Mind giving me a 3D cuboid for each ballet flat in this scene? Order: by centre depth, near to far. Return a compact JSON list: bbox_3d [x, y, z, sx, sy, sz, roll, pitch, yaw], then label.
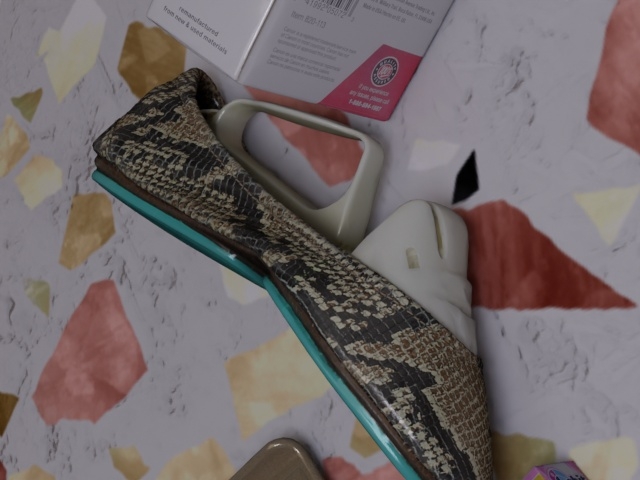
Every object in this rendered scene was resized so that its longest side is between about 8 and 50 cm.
[{"bbox_3d":[0.000,0.000,1.007,0.182,0.164,0.483,-49,56,0],"label":"ballet flat"}]

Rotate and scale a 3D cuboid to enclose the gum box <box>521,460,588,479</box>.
[{"bbox_3d":[0.144,0.263,0.912,0.107,0.062,0.188,49,114,30],"label":"gum box"}]

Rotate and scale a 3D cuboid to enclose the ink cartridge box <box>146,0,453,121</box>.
[{"bbox_3d":[0.027,-0.249,0.962,0.117,0.207,0.283,38,108,32],"label":"ink cartridge box"}]

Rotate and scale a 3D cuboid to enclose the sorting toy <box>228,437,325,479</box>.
[{"bbox_3d":[-0.059,0.343,1.080,0.307,0.041,0.229,-46,65,25],"label":"sorting toy"}]
